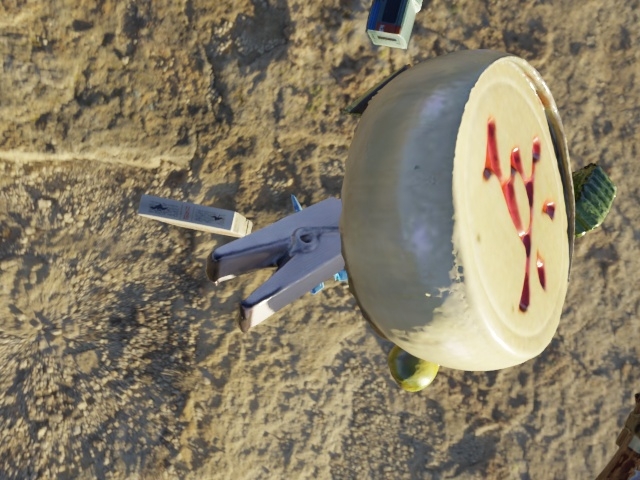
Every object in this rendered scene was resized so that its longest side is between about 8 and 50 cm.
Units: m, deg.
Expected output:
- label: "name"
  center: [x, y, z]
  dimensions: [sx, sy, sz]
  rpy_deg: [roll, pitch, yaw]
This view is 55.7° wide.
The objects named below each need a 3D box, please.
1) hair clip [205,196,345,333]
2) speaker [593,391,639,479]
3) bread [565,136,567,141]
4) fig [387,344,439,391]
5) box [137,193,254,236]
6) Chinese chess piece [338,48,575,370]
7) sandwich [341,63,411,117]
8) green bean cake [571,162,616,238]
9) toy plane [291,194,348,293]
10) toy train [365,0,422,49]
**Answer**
- label: "hair clip"
  center: [0.000, 0.003, 0.875]
  dimensions: [0.331, 0.085, 0.101]
  rpy_deg: [-28, 61, -28]
- label: "speaker"
  center: [0.494, 0.365, 0.874]
  dimensions: [0.198, 0.259, 0.329]
  rpy_deg: [29, 99, -2]
- label: "bread"
  center: [0.476, -0.280, 1.734]
  dimensions: [0.324, 0.333, 0.143]
  rpy_deg: [33, 66, -17]
- label: "fig"
  center: [0.251, 0.343, 1.668]
  dimensions: [0.153, 0.121, 0.135]
  rpy_deg: [-18, 89, -43]
- label: "box"
  center: [-0.276, -0.050, 1.430]
  dimensions: [0.205, 0.365, 0.051]
  rpy_deg: [11, 87, 0]
- label: "Chinese chess piece"
  center: [0.119, -0.023, 0.485]
  dimensions: [0.250, 0.103, 0.249]
  rpy_deg: [2, 87, -50]
- label: "sandwich"
  center: [0.064, -0.131, 0.579]
  dimensions: [0.083, 0.031, 0.044]
  rpy_deg: [-41, 102, -12]
- label: "green bean cake"
  center: [0.663, -0.092, 1.612]
  dimensions: [0.113, 0.200, 0.214]
  rpy_deg: [48, 57, -8]
- label: "toy plane"
  center: [-0.019, 0.003, 1.465]
  dimensions: [0.169, 0.078, 0.246]
  rpy_deg: [-23, 92, 8]
- label: "toy train"
  center: [0.175, -0.561, 1.105]
  dimensions: [0.089, 0.086, 0.408]
  rpy_deg: [16, 92, 15]
